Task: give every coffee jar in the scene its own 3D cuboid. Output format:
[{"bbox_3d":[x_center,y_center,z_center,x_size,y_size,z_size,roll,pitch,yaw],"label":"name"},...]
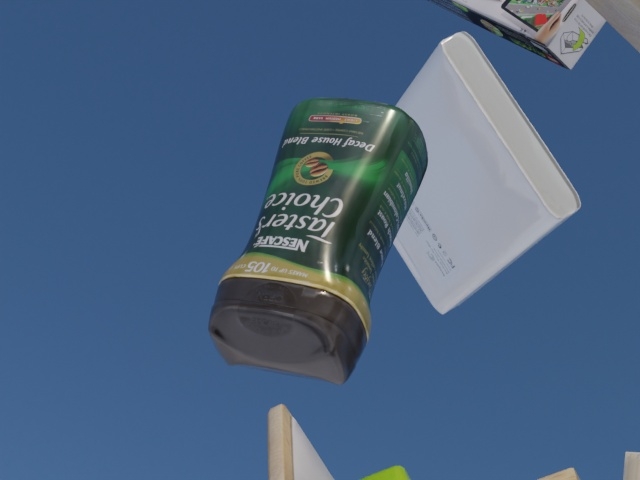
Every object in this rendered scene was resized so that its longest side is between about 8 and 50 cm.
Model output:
[{"bbox_3d":[0.000,0.000,0.754,0.096,0.184,0.079,7,-34,21],"label":"coffee jar"}]

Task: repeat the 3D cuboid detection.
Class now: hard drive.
[{"bbox_3d":[0.137,-0.057,1.250,0.203,0.040,0.307,58,-24,9],"label":"hard drive"}]

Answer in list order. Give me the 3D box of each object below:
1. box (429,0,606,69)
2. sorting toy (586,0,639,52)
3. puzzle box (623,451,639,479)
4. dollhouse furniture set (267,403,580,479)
[{"bbox_3d":[0.147,-0.217,0.914,0.036,0.207,0.114,32,-84,-42],"label":"box"},{"bbox_3d":[0.283,-0.150,0.568,0.255,0.257,0.089,47,-19,9],"label":"sorting toy"},{"bbox_3d":[0.479,0.422,1.489,0.052,0.272,0.409,-4,-17,40],"label":"puzzle box"},{"bbox_3d":[0.133,0.092,0.435,0.301,0.198,0.151,-24,-58,13],"label":"dollhouse furniture set"}]
